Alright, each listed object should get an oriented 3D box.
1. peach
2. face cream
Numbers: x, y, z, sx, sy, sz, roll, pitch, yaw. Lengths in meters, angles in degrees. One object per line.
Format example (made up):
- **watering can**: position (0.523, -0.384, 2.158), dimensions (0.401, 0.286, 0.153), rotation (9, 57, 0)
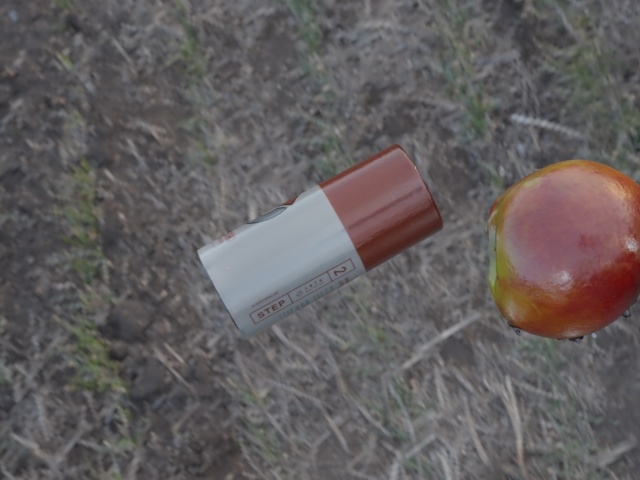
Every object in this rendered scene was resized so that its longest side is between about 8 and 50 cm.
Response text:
- **peach**: position (0.131, 0.004, 0.698), dimensions (0.098, 0.061, 0.098), rotation (0, 82, -1)
- **face cream**: position (0.000, 0.000, 1.291), dimensions (0.214, 0.096, 0.096), rotation (-29, 52, -2)
